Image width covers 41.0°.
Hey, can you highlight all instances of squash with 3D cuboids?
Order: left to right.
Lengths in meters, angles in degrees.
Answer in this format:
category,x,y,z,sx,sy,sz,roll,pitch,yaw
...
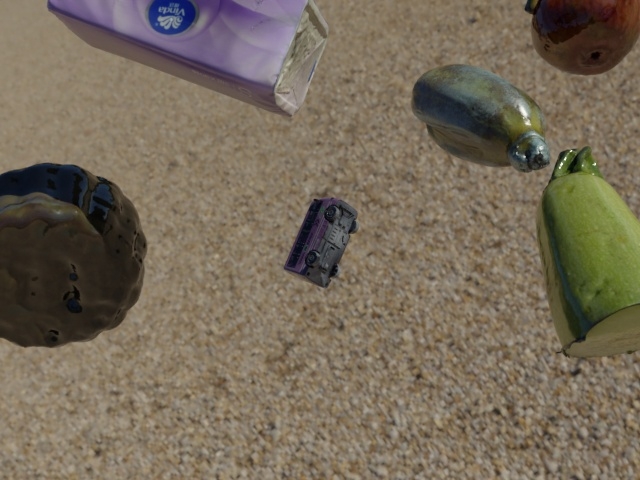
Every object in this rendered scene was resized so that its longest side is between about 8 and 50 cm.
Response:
category,x,y,z,sx,sy,sz,roll,pitch,yaw
squash,0.270,0.013,0.869,0.137,0.137,0.287,-27,37,13

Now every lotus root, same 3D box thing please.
category,x,y,z,sx,sy,sz,roll,pitch,yaw
lotus root,0.272,-0.198,1.374,0.140,0.158,0.322,-44,36,-7

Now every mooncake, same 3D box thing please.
category,x,y,z,sx,sy,sz,roll,pitch,yaw
mooncake,-0.409,0.031,1.309,0.291,0.290,0.161,-29,34,9

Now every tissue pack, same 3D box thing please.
category,x,y,z,sx,sy,sz,roll,pitch,yaw
tissue pack,-0.177,-0.302,1.193,0.242,0.339,0.160,-1,-69,-83

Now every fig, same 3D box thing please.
category,x,y,z,sx,sy,sz,roll,pitch,yaw
fig,0.465,-0.398,1.515,0.205,0.205,0.205,-25,28,15

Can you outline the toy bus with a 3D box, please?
category,x,y,z,sx,sy,sz,roll,pitch,yaw
toy bus,0.000,0.000,1.747,0.098,0.087,0.178,14,77,45
